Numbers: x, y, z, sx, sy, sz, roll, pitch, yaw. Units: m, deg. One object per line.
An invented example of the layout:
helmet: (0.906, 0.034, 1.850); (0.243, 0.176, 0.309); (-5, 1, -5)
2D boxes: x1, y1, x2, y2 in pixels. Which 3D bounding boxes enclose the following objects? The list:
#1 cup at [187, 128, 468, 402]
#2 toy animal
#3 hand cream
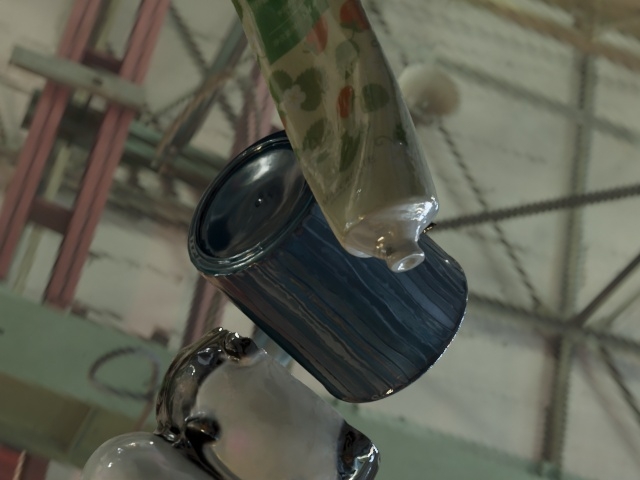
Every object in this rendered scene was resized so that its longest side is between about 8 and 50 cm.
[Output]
cup: (-0.006, 0.009, 1.063); (0.113, 0.150, 0.138); (-51, -56, -6)
toy animal: (-0.082, 0.198, 1.317); (0.187, 0.165, 0.235); (40, -106, -2)
hand cream: (0.001, -0.061, 0.624); (0.037, 0.057, 0.165); (1, -123, -42)
